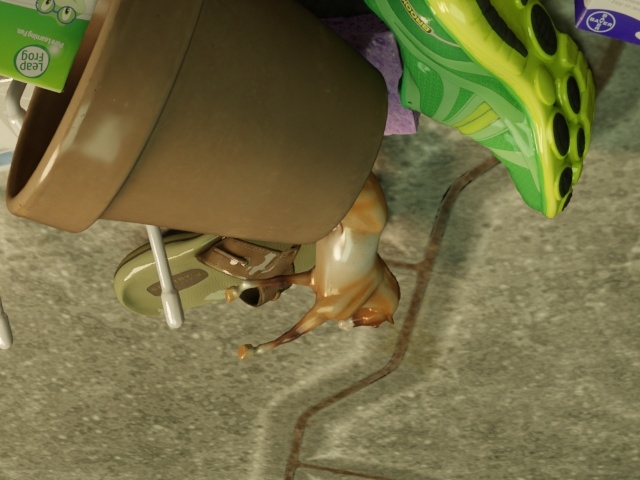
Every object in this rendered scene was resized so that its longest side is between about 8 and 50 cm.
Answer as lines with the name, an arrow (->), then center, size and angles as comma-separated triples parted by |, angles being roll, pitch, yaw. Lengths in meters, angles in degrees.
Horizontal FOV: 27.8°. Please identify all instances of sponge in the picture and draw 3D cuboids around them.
sponge -> -0.026, -0.135, 1.098 | 0.210, 0.031, 0.117 | -1, 142, 16

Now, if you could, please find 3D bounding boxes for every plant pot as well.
plant pot -> -0.083, -0.101, 0.967 | 0.229, 0.263, 0.263 | 23, 142, -21

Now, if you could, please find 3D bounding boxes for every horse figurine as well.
horse figurine -> 0.000, 0.000, 1.156 | 0.174, 0.066, 0.263 | -13, 126, -18

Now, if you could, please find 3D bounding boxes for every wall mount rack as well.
wall mount rack -> -0.278, -0.040, 1.203 | 0.350, 0.130, 0.304 | -8, 141, 24

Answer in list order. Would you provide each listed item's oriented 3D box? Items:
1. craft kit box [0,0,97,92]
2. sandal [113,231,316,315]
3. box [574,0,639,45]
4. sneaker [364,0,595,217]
craft kit box -> -0.223, -0.235, 0.759 | 0.250, 0.061, 0.247 | 15, 108, -37
sandal -> -0.075, 0.028, 1.275 | 0.303, 0.086, 0.120 | -25, 133, 28
box -> 0.261, -0.202, 0.905 | 0.126, 0.072, 0.137 | 14, 143, -7
sneaker -> 0.133, -0.131, 1.026 | 0.123, 0.109, 0.295 | 6, 148, 38
